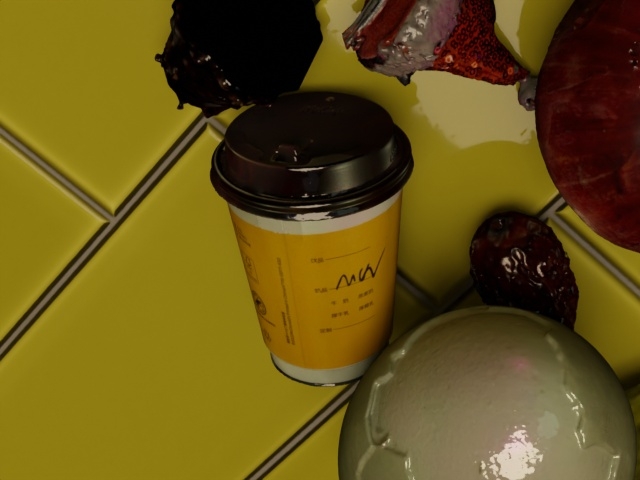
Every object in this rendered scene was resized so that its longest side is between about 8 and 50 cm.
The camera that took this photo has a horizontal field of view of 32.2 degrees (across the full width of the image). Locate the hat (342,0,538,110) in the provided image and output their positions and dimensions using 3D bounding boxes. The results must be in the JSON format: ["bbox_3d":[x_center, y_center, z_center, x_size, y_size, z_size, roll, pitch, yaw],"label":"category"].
[{"bbox_3d":[0.140,-0.193,1.056,0.227,0.129,0.140,24,100,-24],"label":"hat"}]

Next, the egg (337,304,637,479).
[{"bbox_3d":[0.160,0.200,1.068,0.278,0.278,0.336,14,145,0],"label":"egg"}]

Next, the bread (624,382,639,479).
[{"bbox_3d":[0.432,0.335,1.149,0.348,0.308,0.348,1,118,3],"label":"bread"}]

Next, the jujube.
[{"bbox_3d":[0.221,0.043,1.156,0.104,0.104,0.166,-26,123,17],"label":"jujube"}]

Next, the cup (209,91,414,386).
[{"bbox_3d":[0.000,0.000,1.115,0.196,0.196,0.280,-2,124,7],"label":"cup"}]

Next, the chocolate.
[{"bbox_3d":[-0.099,-0.184,1.079,0.156,0.156,0.133,46,144,-15],"label":"chocolate"}]

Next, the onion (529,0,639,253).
[{"bbox_3d":[0.323,-0.122,0.985,0.276,0.276,0.276,3,116,5],"label":"onion"}]
